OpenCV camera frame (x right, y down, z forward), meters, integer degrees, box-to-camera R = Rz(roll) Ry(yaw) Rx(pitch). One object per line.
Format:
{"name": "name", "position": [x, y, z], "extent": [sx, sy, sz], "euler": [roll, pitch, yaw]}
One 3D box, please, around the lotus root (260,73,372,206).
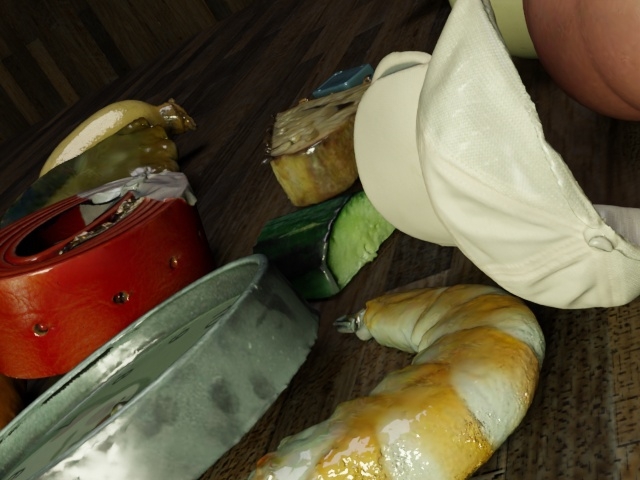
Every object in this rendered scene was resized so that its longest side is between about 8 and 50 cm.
{"name": "lotus root", "position": [0.010, -0.128, 1.119], "extent": [0.170, 0.074, 0.261], "euler": [-26, 20, 15]}

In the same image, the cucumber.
{"name": "cucumber", "position": [0.000, 0.000, 0.859], "extent": [0.115, 0.062, 0.116], "euler": [-17, 23, 44]}

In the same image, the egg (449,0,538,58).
{"name": "egg", "position": [0.244, -0.286, 0.980], "extent": [0.241, 0.186, 0.186], "euler": [-6, 32, 42]}

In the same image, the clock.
{"name": "clock", "position": [-0.143, 0.126, 0.684], "extent": [0.318, 0.066, 0.319], "euler": [-35, 10, 7]}

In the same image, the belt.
{"name": "belt", "position": [-0.238, 0.020, 0.996], "extent": [0.227, 0.115, 0.324], "euler": [-7, 20, 18]}

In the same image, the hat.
{"name": "hat", "position": [0.097, -0.023, 0.596], "extent": [0.226, 0.219, 0.164], "euler": [-28, 28, 46]}

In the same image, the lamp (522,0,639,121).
{"name": "lamp", "position": [0.290, -0.231, 0.705], "extent": [0.305, 0.240, 0.305], "euler": [-29, 21, 12]}

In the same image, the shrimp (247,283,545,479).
{"name": "shrimp", "position": [0.049, 0.085, 0.578], "extent": [0.185, 0.068, 0.287], "euler": [-21, 21, 23]}

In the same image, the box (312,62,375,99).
{"name": "box", "position": [0.040, -0.197, 1.261], "extent": [0.074, 0.054, 0.099], "euler": [-42, 22, -30]}

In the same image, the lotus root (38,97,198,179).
{"name": "lotus root", "position": [-0.351, -0.137, 1.559], "extent": [0.303, 0.131, 0.146], "euler": [-39, -22, -11]}

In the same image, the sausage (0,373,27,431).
{"name": "sausage", "position": [-0.335, 0.172, 0.902], "extent": [0.098, 0.098, 0.238], "euler": [-34, 19, -4]}

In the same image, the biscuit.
{"name": "biscuit", "position": [-0.341, -0.063, 1.389], "extent": [0.329, 0.078, 0.335], "euler": [-11, 42, 28]}
